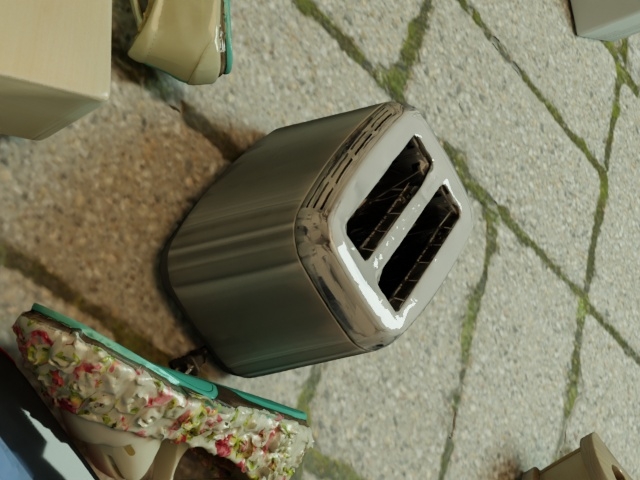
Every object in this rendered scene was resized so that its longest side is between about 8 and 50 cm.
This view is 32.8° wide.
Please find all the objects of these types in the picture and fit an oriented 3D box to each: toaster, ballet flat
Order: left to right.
[{"bbox_3d":[-0.087,0.109,0.633,0.241,0.091,0.077,32,77,-47],"label":"ballet flat"},{"bbox_3d":[-0.096,-0.227,0.738,0.086,0.086,0.248,15,71,-46],"label":"ballet flat"},{"bbox_3d":[0.000,0.000,0.728,0.129,0.146,0.227,58,44,-19],"label":"toaster"}]

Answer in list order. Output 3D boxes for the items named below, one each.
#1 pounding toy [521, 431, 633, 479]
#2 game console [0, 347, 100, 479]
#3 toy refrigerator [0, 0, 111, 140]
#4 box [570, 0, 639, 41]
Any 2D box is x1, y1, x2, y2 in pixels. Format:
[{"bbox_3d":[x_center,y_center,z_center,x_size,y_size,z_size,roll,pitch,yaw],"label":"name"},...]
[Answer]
[{"bbox_3d":[0.231,0.280,0.972,0.269,0.155,0.154,32,28,-50],"label":"pounding toy"},{"bbox_3d":[-0.192,0.268,0.505,0.386,0.060,0.342,59,43,-18],"label":"game console"},{"bbox_3d":[-0.185,-0.202,0.620,0.102,0.094,0.269,9,72,-40],"label":"toy refrigerator"},{"bbox_3d":[0.342,-0.289,1.228,0.087,0.101,0.102,-6,83,-49],"label":"box"}]
